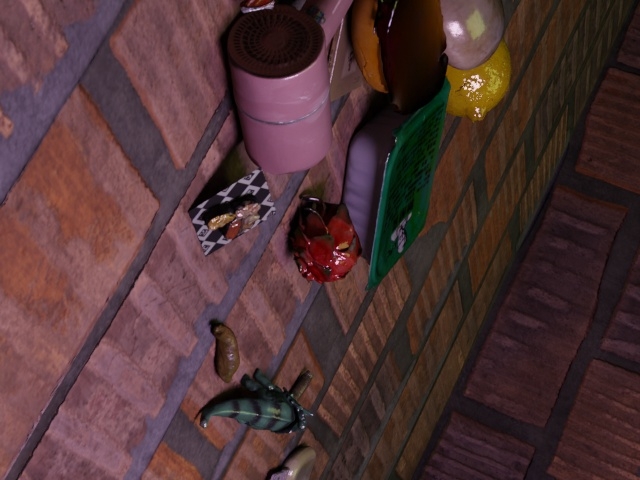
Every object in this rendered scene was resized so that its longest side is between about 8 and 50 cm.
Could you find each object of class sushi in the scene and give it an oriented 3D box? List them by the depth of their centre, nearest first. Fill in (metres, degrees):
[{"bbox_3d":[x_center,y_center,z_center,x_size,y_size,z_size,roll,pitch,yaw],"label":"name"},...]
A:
[{"bbox_3d":[-0.112,-0.029,1.622,0.120,0.026,0.126,-33,152,-11],"label":"sushi"}]

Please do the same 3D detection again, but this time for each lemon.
[{"bbox_3d":[0.267,-0.315,2.188,0.173,0.173,0.206,18,62,-71],"label":"lemon"}]

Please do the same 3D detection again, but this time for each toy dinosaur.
[{"bbox_3d":[-0.112,0.271,1.976,0.292,0.120,0.079,20,104,-48],"label":"toy dinosaur"}]

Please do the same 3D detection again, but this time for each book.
[{"bbox_3d":[0.051,-0.319,1.850,0.138,0.016,0.199,-35,142,-59],"label":"book"}]

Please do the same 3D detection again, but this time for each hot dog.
[{"bbox_3d":[0.116,-0.347,1.795,0.194,0.107,0.326,-35,145,-37],"label":"hot dog"}]

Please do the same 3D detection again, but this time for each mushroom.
[{"bbox_3d":[0.211,-0.390,1.983,0.226,0.178,0.227,41,37,-42],"label":"mushroom"}]

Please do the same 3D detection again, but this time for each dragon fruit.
[{"bbox_3d":[0.006,0.002,1.936,0.121,0.130,0.142,4,93,-28],"label":"dragon fruit"}]

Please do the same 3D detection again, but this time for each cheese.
[{"bbox_3d":[-0.062,0.464,2.366,0.192,0.037,0.097,4,106,-70],"label":"cheese"}]

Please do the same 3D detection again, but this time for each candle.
[{"bbox_3d":[-0.055,-0.328,1.500,0.162,0.048,0.053,-54,173,-37],"label":"candle"}]

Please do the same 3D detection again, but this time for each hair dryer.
[{"bbox_3d":[0.000,-0.276,1.602,0.210,0.125,0.352,83,31,-56],"label":"hair dryer"}]

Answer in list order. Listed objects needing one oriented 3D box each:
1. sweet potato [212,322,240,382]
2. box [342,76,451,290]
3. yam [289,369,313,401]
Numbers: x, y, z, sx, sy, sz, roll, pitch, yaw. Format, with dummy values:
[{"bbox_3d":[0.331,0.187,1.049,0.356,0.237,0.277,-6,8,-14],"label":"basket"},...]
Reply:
[{"bbox_3d":[-0.144,0.168,1.819,0.153,0.038,0.041,86,9,-48],"label":"sweet potato"},{"bbox_3d":[0.118,-0.108,2.129,0.264,0.106,0.337,-46,152,-47],"label":"box"},{"bbox_3d":[-0.051,0.301,2.230,0.033,0.027,0.129,50,57,-24],"label":"yam"}]
